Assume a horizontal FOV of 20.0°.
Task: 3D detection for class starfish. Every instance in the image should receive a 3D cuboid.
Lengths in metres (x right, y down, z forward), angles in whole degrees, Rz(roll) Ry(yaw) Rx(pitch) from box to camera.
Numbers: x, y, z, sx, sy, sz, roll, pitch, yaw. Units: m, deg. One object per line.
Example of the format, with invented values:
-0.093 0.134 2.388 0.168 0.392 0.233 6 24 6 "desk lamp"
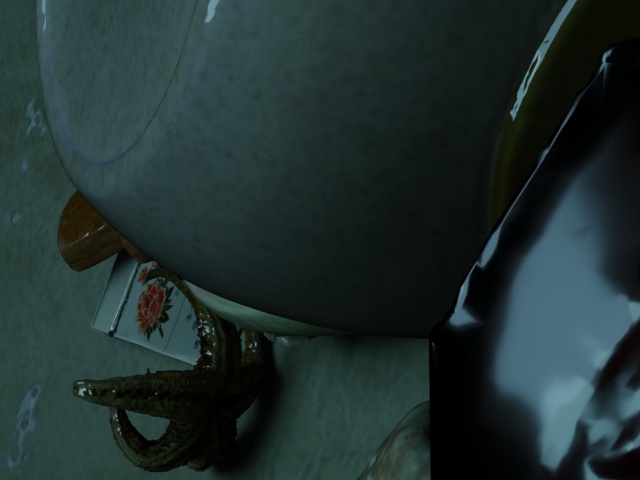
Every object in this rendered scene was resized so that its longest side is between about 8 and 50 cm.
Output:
-0.102 0.096 1.309 0.074 0.190 0.146 21 93 27 "starfish"

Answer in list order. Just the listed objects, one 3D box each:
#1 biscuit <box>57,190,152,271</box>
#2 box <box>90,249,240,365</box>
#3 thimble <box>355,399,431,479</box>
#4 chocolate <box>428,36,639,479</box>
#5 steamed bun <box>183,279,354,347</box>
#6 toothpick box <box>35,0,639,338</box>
-0.096 -0.081 1.492 0.306 0.043 0.284 20 74 54 "biscuit"
-0.120 0.041 1.489 0.198 0.029 0.109 13 81 56 "box"
0.100 0.201 0.938 0.229 0.196 0.148 43 113 24 "thimble"
0.268 0.119 0.597 0.331 0.383 0.383 29 95 55 "chocolate"
0.000 0.000 1.227 0.239 0.170 0.152 6 91 56 "steamed bun"
0.096 -0.150 0.941 0.409 0.425 0.409 -20 68 62 "toothpick box"
